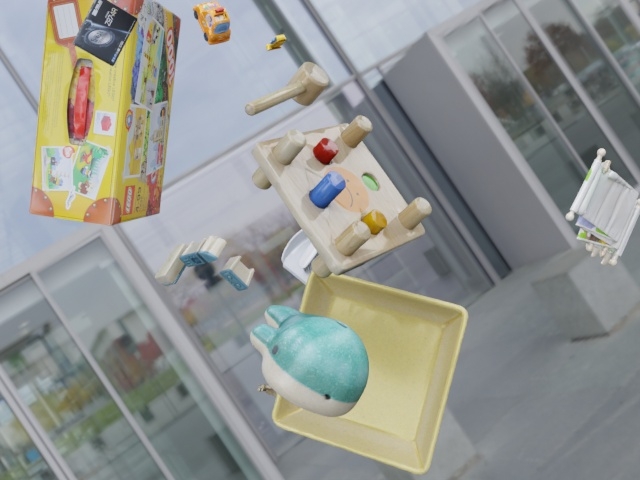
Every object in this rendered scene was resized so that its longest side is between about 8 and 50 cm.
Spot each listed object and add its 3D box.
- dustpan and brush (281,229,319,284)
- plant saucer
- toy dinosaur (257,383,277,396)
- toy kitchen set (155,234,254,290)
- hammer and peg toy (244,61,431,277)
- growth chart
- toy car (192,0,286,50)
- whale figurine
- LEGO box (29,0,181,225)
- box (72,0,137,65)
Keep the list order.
[{"bbox_3d":[0.000,0.000,1.710,0.211,0.147,0.060,-57,-32,6],"label":"dustpan and brush"},{"bbox_3d":[0.102,0.255,1.545,0.081,0.332,0.333,20,-95,-72],"label":"plant saucer"},{"bbox_3d":[-0.088,0.383,1.902,0.092,0.183,0.053,-5,57,25],"label":"toy dinosaur"},{"bbox_3d":[-0.319,0.095,2.130,0.207,0.166,0.122,-14,39,45],"label":"toy kitchen set"},{"bbox_3d":[0.002,-0.120,1.305,0.266,0.361,0.127,-22,-16,-48],"label":"hammer and peg toy"},{"bbox_3d":[0.562,-0.052,1.511,0.021,0.237,0.172,28,88,50],"label":"growth chart"},{"bbox_3d":[-0.101,-0.284,0.998,0.122,0.060,0.040,-3,-12,-29],"label":"toy car"},{"bbox_3d":[-0.013,0.173,1.294,0.141,0.216,0.272,-59,23,13],"label":"whale figurine"},{"bbox_3d":[-0.485,-0.308,1.780,0.193,0.501,0.372,8,7,3],"label":"LEGO box"},{"bbox_3d":[-0.326,-0.318,1.166,0.083,0.067,0.018,-61,30,1],"label":"box"}]
